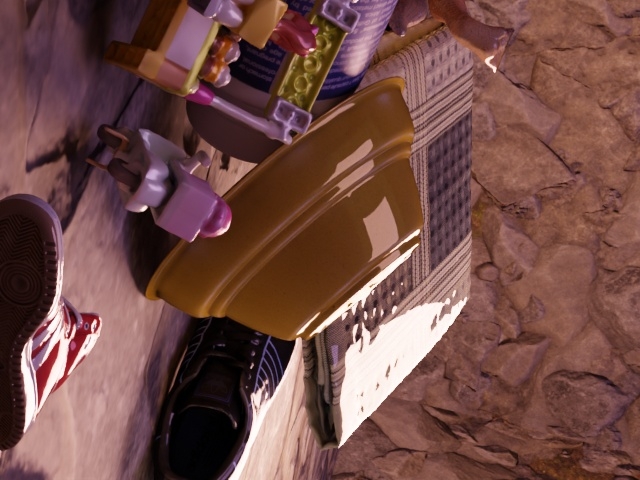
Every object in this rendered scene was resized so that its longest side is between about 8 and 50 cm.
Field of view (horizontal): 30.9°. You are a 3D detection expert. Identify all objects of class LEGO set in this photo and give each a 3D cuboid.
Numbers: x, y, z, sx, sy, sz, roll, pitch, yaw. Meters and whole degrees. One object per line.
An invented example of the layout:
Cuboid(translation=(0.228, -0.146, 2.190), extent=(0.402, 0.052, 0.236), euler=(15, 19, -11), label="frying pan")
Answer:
Cuboid(translation=(0.007, -0.131, 0.530), extent=(0.287, 0.107, 0.132), euler=(-52, -144, 18), label="LEGO set")

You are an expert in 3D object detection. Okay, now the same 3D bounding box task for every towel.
Cuboid(translation=(0.057, -0.023, 1.022), extent=(0.324, 0.056, 0.312), euler=(-38, 132, -53), label="towel")

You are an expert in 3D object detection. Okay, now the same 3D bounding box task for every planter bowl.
Cuboid(translation=(0.000, 0.000, 0.745), extent=(0.217, 0.090, 0.217), euler=(-40, 173, -6), label="planter bowl")

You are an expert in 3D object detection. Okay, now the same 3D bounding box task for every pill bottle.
Cuboid(translation=(-0.016, -0.138, 0.674), extent=(0.112, 0.112, 0.186), euler=(-70, -176, -48), label="pill bottle")

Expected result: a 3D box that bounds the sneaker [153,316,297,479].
Cuboid(translation=(-0.067, 0.100, 0.887), extent=(0.090, 0.081, 0.232), euler=(100, 5, -66), label="sneaker")

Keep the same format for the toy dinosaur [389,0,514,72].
Cuboid(translation=(0.068, -0.239, 0.785), extent=(0.295, 0.200, 0.127), euler=(-60, 170, -24), label="toy dinosaur")

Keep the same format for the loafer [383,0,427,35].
Cuboid(translation=(0.036, -0.176, 1.121), extent=(0.130, 0.134, 0.365), euler=(1, 91, -79), label="loafer")

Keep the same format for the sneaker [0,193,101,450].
Cuboid(translation=(-0.117, 0.023, 0.477), extent=(0.067, 0.042, 0.118), euler=(-59, 168, -59), label="sneaker")
